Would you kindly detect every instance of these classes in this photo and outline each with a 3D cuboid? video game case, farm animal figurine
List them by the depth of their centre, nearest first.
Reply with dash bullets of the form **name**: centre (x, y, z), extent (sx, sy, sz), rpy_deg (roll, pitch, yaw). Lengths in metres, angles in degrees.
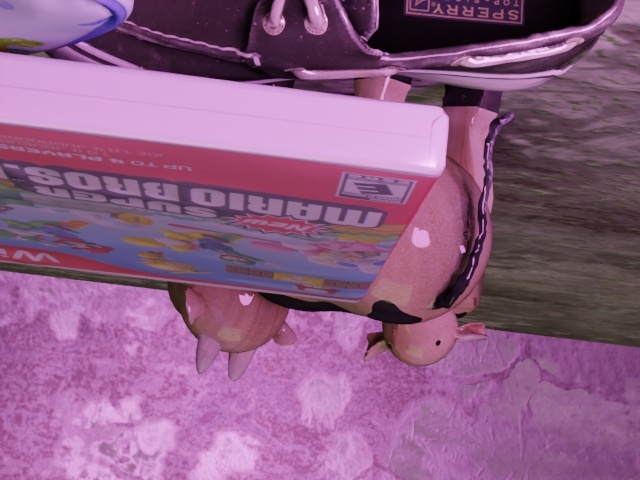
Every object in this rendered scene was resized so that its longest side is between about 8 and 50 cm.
- **video game case**: centre (-0.069, -0.017, 0.641), extent (0.204, 0.025, 0.285), rpy_deg (7, 170, -2)
- **farm animal figurine**: centre (0.000, 0.000, 0.942), extent (0.330, 0.172, 0.327), rpy_deg (9, 172, -24)

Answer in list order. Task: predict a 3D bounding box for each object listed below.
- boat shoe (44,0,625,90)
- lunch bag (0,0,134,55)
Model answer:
- **boat shoe**: centre (0.001, -0.095, 0.588), extent (0.219, 0.077, 0.070), rpy_deg (-1, 175, -11)
- **lunch bag**: centre (-0.168, -0.114, 0.480), extent (0.219, 0.090, 0.176), rpy_deg (11, 173, -34)
